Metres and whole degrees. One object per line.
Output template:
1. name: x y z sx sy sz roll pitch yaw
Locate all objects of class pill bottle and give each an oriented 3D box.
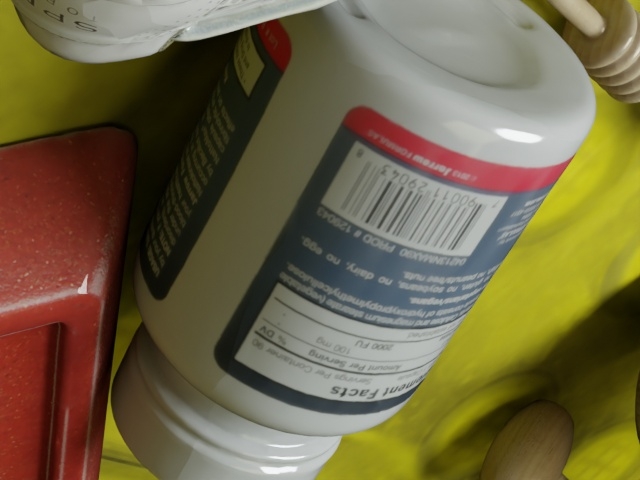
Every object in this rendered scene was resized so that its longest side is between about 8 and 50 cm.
1. pill bottle: 0.000 0.000 0.498 0.108 0.108 0.180 1 132 -39

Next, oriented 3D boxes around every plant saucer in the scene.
1. plant saucer: -0.183 0.094 0.513 0.259 0.047 0.258 -15 140 -27

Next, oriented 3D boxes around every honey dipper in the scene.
1. honey dipper: 0.076 -0.092 0.523 0.030 0.030 0.161 -44 141 13

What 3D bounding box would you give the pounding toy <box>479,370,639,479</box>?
1. pounding toy: 0.227 0.104 0.745 0.155 0.270 0.154 79 31 -52

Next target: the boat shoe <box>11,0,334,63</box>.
1. boat shoe: 0.036 -0.126 0.406 0.277 0.098 0.096 -25 168 -21
